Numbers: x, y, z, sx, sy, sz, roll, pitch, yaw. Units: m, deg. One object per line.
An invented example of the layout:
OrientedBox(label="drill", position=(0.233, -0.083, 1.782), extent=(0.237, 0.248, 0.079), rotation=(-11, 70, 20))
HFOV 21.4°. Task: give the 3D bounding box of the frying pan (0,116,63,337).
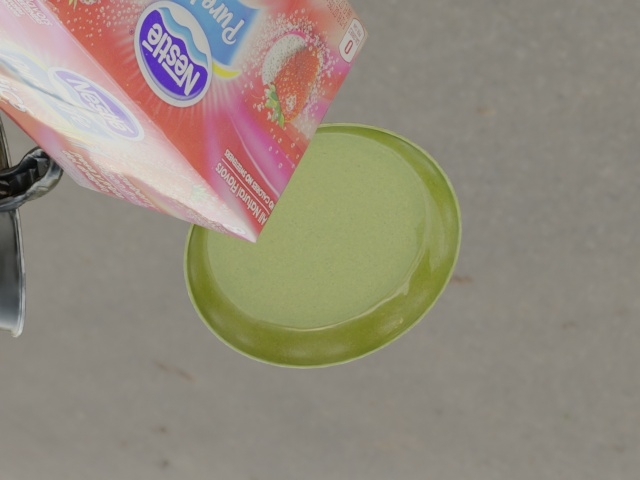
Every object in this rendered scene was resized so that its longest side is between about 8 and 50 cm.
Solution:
OrientedBox(label="frying pan", position=(-0.235, -0.005, 1.231), extent=(0.326, 0.053, 0.197), rotation=(-142, 47, -65))

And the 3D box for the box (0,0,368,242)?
OrientedBox(label="box", position=(-0.113, -0.141, 0.888), extent=(0.142, 0.154, 0.300), rotation=(18, 162, 31))

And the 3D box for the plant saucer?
OrientedBox(label="plant saucer", position=(0.000, 0.000, 1.436), extent=(0.241, 0.241, 0.037), rotation=(48, -171, -32))
